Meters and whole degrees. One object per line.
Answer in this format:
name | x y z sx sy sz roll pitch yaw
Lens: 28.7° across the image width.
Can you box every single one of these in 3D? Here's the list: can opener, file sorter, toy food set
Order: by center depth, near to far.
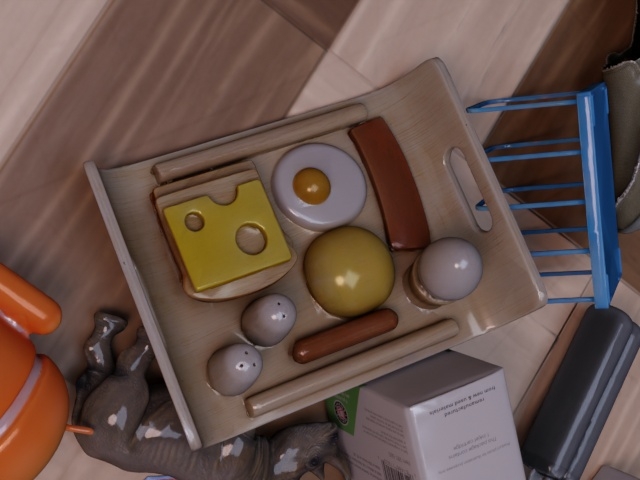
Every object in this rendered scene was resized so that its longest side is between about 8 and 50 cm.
toy food set | 0.000 0.000 0.930 0.306 0.092 0.219 -19 80 -24
file sorter | 0.186 -0.037 1.033 0.105 0.118 0.170 -4 99 20
can opener | 0.221 0.194 1.099 0.074 0.093 0.280 37 73 -58

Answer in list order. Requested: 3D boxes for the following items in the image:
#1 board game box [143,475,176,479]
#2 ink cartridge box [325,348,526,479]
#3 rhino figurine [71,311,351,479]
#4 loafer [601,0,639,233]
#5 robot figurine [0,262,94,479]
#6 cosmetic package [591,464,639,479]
board game box | -0.084 0.255 0.998 0.169 0.033 0.133 2 94 -24
ink cartridge box | 0.090 0.203 1.002 0.093 0.160 0.219 -19 104 -22
rhino figurine | -0.080 0.147 0.965 0.243 0.073 0.106 25 79 -22
loafer | 0.280 -0.131 1.091 0.087 0.094 0.251 13 99 -6
robot figurine | -0.264 0.097 0.850 0.219 0.128 0.158 45 43 -21
cosmetic package | 0.290 0.366 1.121 0.224 0.138 0.224 46 77 -23
